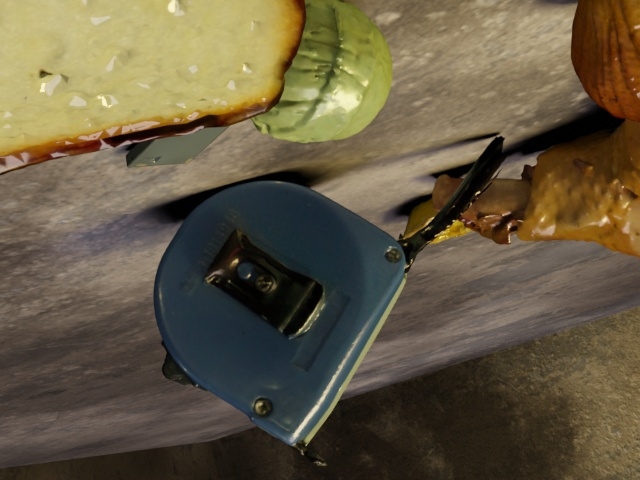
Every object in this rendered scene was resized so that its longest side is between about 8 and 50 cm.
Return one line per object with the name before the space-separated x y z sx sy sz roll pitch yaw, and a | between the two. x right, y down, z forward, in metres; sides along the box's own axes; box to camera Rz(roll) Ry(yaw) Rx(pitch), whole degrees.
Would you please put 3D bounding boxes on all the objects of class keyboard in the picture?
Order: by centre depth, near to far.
keyboard | -0.077 -0.091 0.710 0.055 0.014 0.176 -4 163 -37

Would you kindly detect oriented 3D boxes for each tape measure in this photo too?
tape measure | 0.000 0.000 0.913 0.351 0.215 0.098 -57 167 -10

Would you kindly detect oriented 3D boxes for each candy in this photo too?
candy | -0.105 -0.110 0.535 0.335 0.093 0.092 5 114 -32

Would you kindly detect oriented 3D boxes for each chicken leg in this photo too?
chicken leg | 0.297 -0.075 0.930 0.409 0.182 0.295 -2 161 19

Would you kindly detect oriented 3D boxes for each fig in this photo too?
fig | 0.200 -0.149 0.645 0.119 0.153 0.119 -44 -167 12

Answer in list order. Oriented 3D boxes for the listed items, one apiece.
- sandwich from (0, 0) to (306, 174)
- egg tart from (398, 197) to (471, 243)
sandwich | -0.154 -0.111 0.357 0.301 0.099 0.271 -14 161 -4
egg tart | 0.132 -0.024 1.117 0.105 0.039 0.105 -13 166 -3
